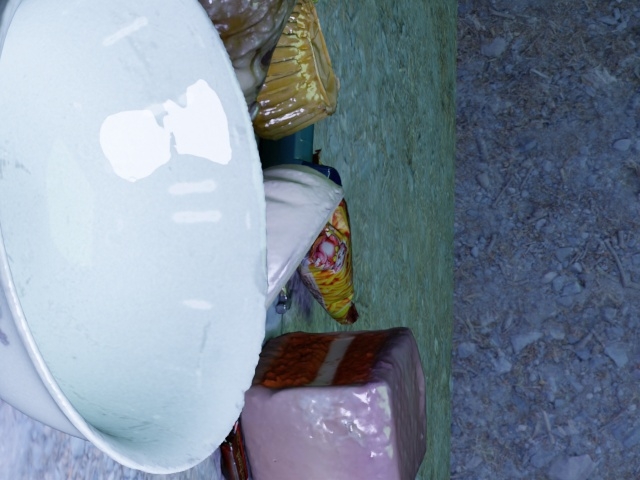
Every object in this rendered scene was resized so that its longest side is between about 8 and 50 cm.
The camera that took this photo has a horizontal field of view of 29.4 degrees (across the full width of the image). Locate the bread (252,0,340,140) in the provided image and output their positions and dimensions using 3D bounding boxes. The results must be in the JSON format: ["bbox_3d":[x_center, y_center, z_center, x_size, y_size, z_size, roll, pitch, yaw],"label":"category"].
[{"bbox_3d":[-0.065,-0.267,1.786,0.240,0.139,0.240,-7,90,-74],"label":"bread"}]

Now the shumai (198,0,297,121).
[{"bbox_3d":[-0.092,-0.290,1.539,0.346,0.217,0.283,-73,155,-59],"label":"shumai"}]

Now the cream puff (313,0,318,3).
[{"bbox_3d":[-0.057,-0.413,1.900,0.156,0.121,0.156,-41,159,-20],"label":"cream puff"}]

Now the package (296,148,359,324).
[{"bbox_3d":[0.000,-0.006,2.043,0.288,0.108,0.223,74,12,-63],"label":"package"}]

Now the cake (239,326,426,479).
[{"bbox_3d":[0.025,0.269,1.785,0.309,0.237,0.230,-42,125,-74],"label":"cake"}]

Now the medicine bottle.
[{"bbox_3d":[-0.032,-0.172,1.921,0.079,0.124,0.258,50,37,-61],"label":"medicine bottle"}]

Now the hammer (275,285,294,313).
[{"bbox_3d":[-0.066,0.023,1.947,0.062,0.017,0.182,-38,122,-73],"label":"hammer"}]

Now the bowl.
[{"bbox_3d":[-0.216,-0.020,1.003,0.435,0.195,0.435,-8,90,-68],"label":"bowl"}]

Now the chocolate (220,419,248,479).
[{"bbox_3d":[-0.118,0.304,1.659,0.086,0.028,0.183,-82,164,-61],"label":"chocolate"}]

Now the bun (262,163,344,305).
[{"bbox_3d":[-0.105,-0.004,1.544,0.263,0.175,0.263,-56,-179,1],"label":"bun"}]
